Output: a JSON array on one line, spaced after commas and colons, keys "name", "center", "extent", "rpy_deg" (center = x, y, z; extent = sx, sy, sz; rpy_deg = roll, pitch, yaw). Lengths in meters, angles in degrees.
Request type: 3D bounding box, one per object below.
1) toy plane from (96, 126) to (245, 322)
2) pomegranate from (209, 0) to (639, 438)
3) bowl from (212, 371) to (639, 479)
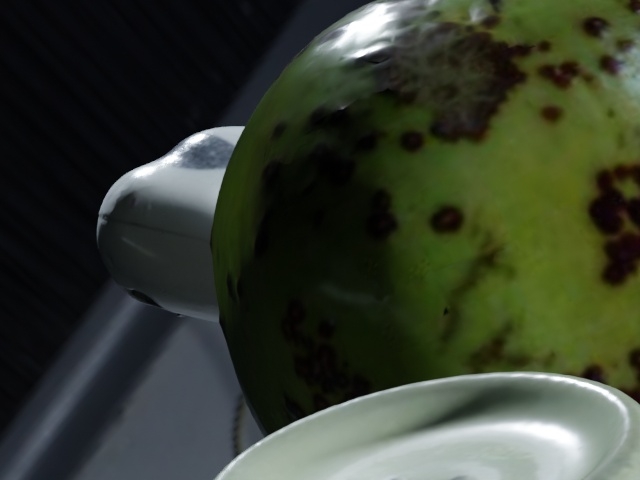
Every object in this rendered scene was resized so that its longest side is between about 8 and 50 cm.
[{"name": "toy plane", "center": [-0.001, 0.004, 1.033], "extent": [0.252, 0.252, 0.118], "rpy_deg": [11, 92, 37]}, {"name": "pomegranate", "center": [0.109, 0.053, 0.759], "extent": [0.285, 0.285, 0.340], "rpy_deg": [-23, 92, 16]}, {"name": "bowl", "center": [0.036, 0.104, 0.479], "extent": [0.211, 0.112, 0.211], "rpy_deg": [-14, 15, 4]}]
